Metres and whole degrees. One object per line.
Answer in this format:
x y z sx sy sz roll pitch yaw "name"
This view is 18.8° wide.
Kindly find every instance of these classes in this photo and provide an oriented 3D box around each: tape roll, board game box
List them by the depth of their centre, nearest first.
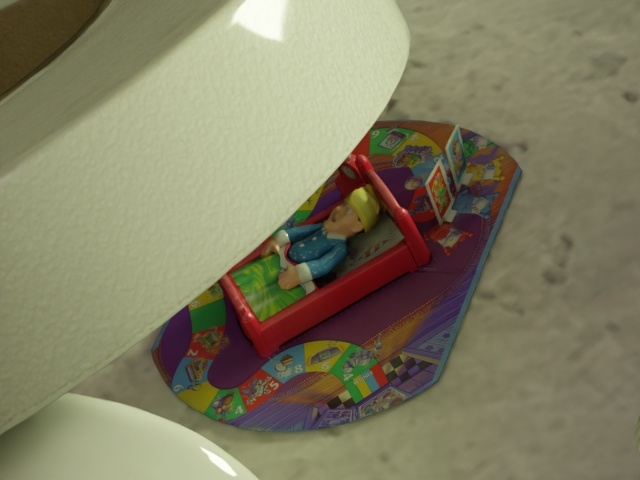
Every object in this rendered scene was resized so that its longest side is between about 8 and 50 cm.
-0.151 -0.018 0.742 0.392 0.072 0.392 -26 19 10 "tape roll"
0.000 0.000 0.776 0.133 0.033 0.168 2 48 29 "board game box"

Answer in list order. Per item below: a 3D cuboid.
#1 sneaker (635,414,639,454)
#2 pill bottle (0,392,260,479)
0.172 0.028 0.618 0.152 0.085 0.058 -57 6 -19 "sneaker"
-0.098 0.171 0.577 0.131 0.131 0.229 0 48 28 "pill bottle"
